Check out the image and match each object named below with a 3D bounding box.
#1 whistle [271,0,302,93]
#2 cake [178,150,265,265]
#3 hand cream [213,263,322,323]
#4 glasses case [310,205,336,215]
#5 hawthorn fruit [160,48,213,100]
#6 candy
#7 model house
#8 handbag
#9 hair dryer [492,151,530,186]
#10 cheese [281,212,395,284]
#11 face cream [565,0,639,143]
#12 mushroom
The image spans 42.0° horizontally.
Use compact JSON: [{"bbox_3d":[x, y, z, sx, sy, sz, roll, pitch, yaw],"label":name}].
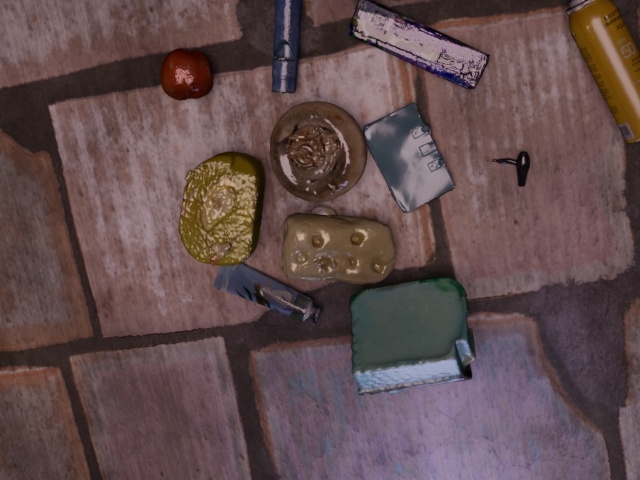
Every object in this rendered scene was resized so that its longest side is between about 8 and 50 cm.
[{"bbox_3d":[-0.074,-0.482,1.848,0.062,0.062,0.304,6,104,8],"label":"whistle"},{"bbox_3d":[-0.227,-0.077,1.928,0.179,0.156,0.260,7,103,1],"label":"cake"},{"bbox_3d":[-0.126,0.128,2.009,0.271,0.058,0.091,24,103,8],"label":"hand cream"},{"bbox_3d":[0.000,0.000,1.960,0.063,0.041,0.164,9,104,3],"label":"glasses case"},{"bbox_3d":[-0.302,-0.375,1.886,0.128,0.128,0.128,2,104,9],"label":"hawthorn fruit"},{"bbox_3d":[0.211,-0.428,1.813,0.312,0.061,0.088,26,107,3],"label":"candy"},{"bbox_3d":[0.224,0.254,1.926,0.280,0.230,0.249,-10,143,14],"label":"model house"},{"bbox_3d":[0.199,-0.185,1.879,0.144,0.057,0.221,-25,98,10],"label":"handbag"},{"bbox_3d":[0.425,-0.163,1.865,0.083,0.031,0.079,10,114,21],"label":"hair dryer"},{"bbox_3d":[0.043,0.023,1.901,0.263,0.093,0.159,2,106,-12],"label":"cheese"},{"bbox_3d":[0.611,-0.378,1.737,0.105,0.105,0.349,-28,97,14],"label":"face cream"},{"bbox_3d":[-0.009,-0.193,1.842,0.226,0.178,0.226,4,110,12],"label":"mushroom"}]
